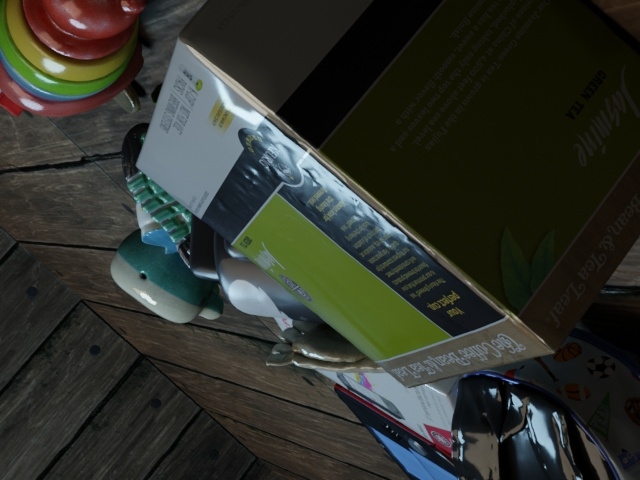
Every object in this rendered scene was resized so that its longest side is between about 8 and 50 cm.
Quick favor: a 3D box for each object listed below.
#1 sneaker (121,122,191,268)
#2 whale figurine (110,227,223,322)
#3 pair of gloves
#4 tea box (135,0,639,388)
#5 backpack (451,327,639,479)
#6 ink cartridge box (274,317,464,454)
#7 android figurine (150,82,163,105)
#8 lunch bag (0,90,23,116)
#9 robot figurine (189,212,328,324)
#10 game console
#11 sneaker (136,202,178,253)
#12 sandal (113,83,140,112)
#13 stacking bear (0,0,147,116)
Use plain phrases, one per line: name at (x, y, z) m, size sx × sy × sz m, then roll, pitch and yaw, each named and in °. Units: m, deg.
sneaker at (-0.191, -0.061, 1.580) m, size 0.098 × 0.083 × 0.223 m, roll -81°, pitch -34°, yaw -68°
whale figurine at (-0.241, 0.046, 2.032) m, size 0.216 × 0.141 × 0.272 m, roll 35°, pitch -173°, yaw 14°
pair of gloves at (0.073, 0.091, 1.283) m, size 0.204 × 0.240 × 0.042 m, roll 5°, pitch 112°, yaw 24°
tea box at (0.056, -0.072, 0.927) m, size 0.323 × 0.220 × 0.329 m, roll 41°, pitch 163°, yaw -4°
backpack at (0.269, 0.212, 1.206) m, size 0.277 × 0.213 × 0.263 m, roll 7°, pitch 133°, yaw 50°
ink cartridge box at (0.095, 0.130, 1.509) m, size 0.306 × 0.131 × 0.226 m, roll 26°, pitch 159°, yaw 32°
android figurine at (-0.084, -0.082, 1.393) m, size 0.248 × 0.056 × 0.273 m, roll 4°, pitch 143°, yaw 33°
lunch bag at (-0.555, -0.273, 1.784) m, size 0.258 × 0.120 × 0.293 m, roll 38°, pitch 176°, yaw -13°
robot figurine at (0.001, -0.002, 1.228) m, size 0.278 × 0.209 × 0.173 m, roll 5°, pitch 134°, yaw 27°
game console at (0.215, 0.414, 2.096) m, size 0.342 × 0.060 × 0.386 m, roll 19°, pitch 153°, yaw 47°
sneaker at (-0.219, -0.034, 1.819) m, size 0.228 × 0.087 × 0.092 m, roll 51°, pitch -153°, yaw -77°
sandal at (-0.316, -0.225, 1.580) m, size 0.180 × 0.049 × 0.072 m, roll 40°, pitch 163°, yaw -3°
stacking bear at (-0.259, -0.243, 1.265) m, size 0.175 × 0.164 × 0.289 m, roll 42°, pitch 158°, yaw -11°
